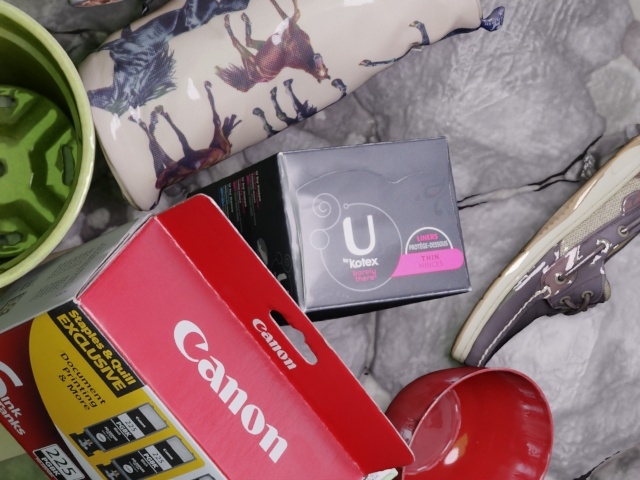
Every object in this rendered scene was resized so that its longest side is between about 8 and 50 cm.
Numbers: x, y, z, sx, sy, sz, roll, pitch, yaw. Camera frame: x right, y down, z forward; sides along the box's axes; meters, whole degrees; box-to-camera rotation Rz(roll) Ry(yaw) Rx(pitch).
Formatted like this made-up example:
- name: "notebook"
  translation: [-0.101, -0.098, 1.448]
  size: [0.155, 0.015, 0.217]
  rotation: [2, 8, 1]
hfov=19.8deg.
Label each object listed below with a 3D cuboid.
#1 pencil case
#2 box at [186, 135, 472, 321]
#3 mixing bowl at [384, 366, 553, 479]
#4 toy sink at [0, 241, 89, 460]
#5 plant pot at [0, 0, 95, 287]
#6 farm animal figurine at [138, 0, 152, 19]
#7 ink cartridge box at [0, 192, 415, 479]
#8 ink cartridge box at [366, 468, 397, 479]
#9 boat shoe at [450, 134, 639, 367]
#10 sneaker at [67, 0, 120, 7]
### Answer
- name: "pencil case"
  translation: [-0.038, -0.181, 1.736]
  size: [0.410, 0.183, 0.160]
  rotation: [-28, 53, 3]
- name: "box"
  translation: [0.000, 0.000, 1.667]
  size: [0.165, 0.270, 0.143]
  rotation: [-7, 86, -21]
- name: "mixing bowl"
  translation: [0.122, 0.192, 1.740]
  size: [0.181, 0.098, 0.181]
  rotation: [-12, 112, -32]
- name: "toy sink"
  translation: [-0.278, 0.107, 1.748]
  size: [0.234, 0.131, 0.152]
  rotation: [-19, 104, -1]
- name: "plant pot"
  translation: [-0.325, -0.075, 1.711]
  size: [0.276, 0.254, 0.276]
  rotation: [0, 86, 3]
- name: "farm animal figurine"
  translation: [-0.206, -0.425, 1.744]
  size: [0.172, 0.330, 0.326]
  rotation: [-15, 59, 5]
- name: "ink cartridge box"
  translation: [-0.118, 0.143, 1.564]
  size: [0.309, 0.272, 0.130]
  rotation: [51, 46, -14]
- name: "ink cartridge box"
  translation: [-0.043, 0.157, 1.728]
  size: [0.056, 0.171, 0.235]
  rotation: [-36, 86, -24]
- name: "boat shoe"
  translation: [0.242, 0.025, 1.758]
  size: [0.092, 0.103, 0.285]
  rotation: [42, 84, 8]
- name: "sneaker"
  translation: [-0.117, -0.312, 1.689]
  size: [0.302, 0.108, 0.121]
  rotation: [-28, 98, -22]
